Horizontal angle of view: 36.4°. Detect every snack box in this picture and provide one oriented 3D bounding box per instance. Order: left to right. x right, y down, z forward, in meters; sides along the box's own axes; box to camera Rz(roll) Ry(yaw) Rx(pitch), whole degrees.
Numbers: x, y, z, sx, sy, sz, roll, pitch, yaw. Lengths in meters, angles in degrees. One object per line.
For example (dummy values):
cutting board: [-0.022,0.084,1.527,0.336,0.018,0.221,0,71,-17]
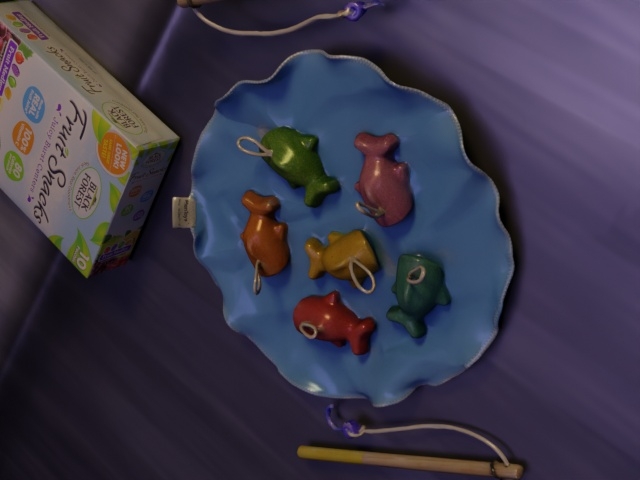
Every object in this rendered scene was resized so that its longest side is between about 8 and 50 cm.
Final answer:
snack box: [-0.156,-0.062,0.579,0.141,0.037,0.100,42,127,18]

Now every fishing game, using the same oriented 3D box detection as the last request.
fishing game: [0.000,0.000,0.475,0.189,0.041,0.264,1,109,35]
